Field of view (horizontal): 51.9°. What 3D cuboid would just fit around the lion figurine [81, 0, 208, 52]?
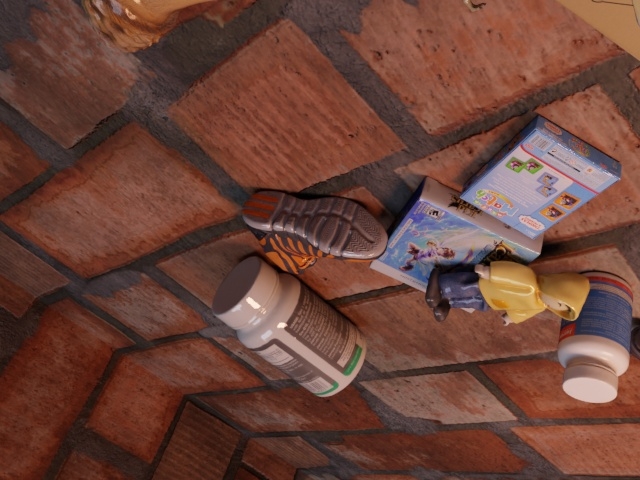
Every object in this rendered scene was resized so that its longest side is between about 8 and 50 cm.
[{"bbox_3d":[-0.193,-0.383,0.920,0.392,0.142,0.240,0,148,23],"label":"lion figurine"}]

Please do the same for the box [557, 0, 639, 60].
[{"bbox_3d":[0.374,-0.324,0.784,0.201,0.021,0.164,30,145,-11],"label":"box"}]

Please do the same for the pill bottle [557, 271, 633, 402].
[{"bbox_3d":[0.509,0.180,1.222,0.124,0.221,0.124,15,145,11],"label":"pill bottle"}]

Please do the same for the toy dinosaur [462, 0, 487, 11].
[{"bbox_3d":[0.194,-0.347,0.841,0.183,0.053,0.093,-19,114,35],"label":"toy dinosaur"}]

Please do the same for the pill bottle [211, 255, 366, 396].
[{"bbox_3d":[-0.074,0.209,1.604,0.361,0.204,0.204,41,142,-26],"label":"pill bottle"}]

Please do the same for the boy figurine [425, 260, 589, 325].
[{"bbox_3d":[0.350,0.105,1.226,0.285,0.092,0.177,0,140,30],"label":"boy figurine"}]

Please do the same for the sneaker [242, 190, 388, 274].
[{"bbox_3d":[0.000,0.000,1.371,0.321,0.125,0.180,18,151,26],"label":"sneaker"}]

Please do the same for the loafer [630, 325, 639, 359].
[{"bbox_3d":[0.752,0.244,1.284,0.302,0.109,0.095,10,149,12],"label":"loafer"}]

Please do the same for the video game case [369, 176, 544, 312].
[{"bbox_3d":[0.255,0.020,1.289,0.244,0.061,0.269,23,146,-4],"label":"video game case"}]

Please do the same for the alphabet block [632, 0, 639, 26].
[{"bbox_3d":[0.364,-0.345,0.591,0.193,0.192,0.197,-12,130,30],"label":"alphabet block"}]

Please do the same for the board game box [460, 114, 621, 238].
[{"bbox_3d":[0.357,-0.096,1.090,0.160,0.039,0.211,28,145,-9],"label":"board game box"}]
